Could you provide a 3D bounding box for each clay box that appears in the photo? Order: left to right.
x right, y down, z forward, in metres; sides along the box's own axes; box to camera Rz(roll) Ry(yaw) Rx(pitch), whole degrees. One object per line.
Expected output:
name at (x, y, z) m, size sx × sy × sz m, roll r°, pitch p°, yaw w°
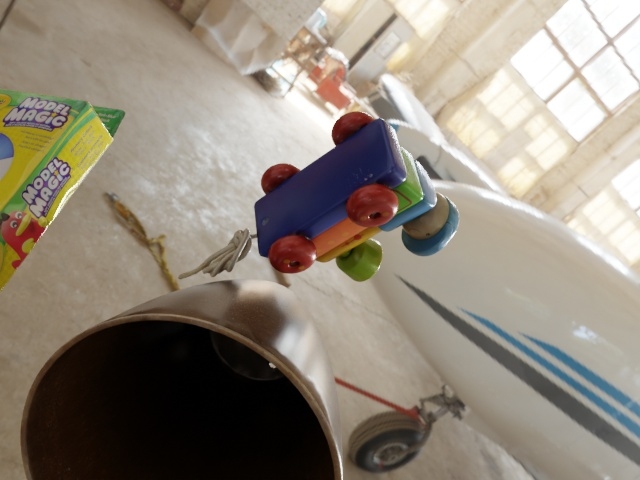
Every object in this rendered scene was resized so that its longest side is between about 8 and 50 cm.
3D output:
clay box at (-0.273, -0.051, 0.514) m, size 0.127 × 0.222 × 0.053 m, roll 12°, pitch -31°, yaw 21°

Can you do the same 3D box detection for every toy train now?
toy train at (0.000, 0.000, 0.592) m, size 0.143 × 0.248 × 0.105 m, roll 31°, pitch 38°, yaw -42°

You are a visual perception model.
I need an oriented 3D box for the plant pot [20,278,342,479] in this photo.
plant pot at (-0.076, 0.120, 0.503) m, size 0.215 × 0.215 × 0.230 m, roll 45°, pitch 16°, yaw -4°
